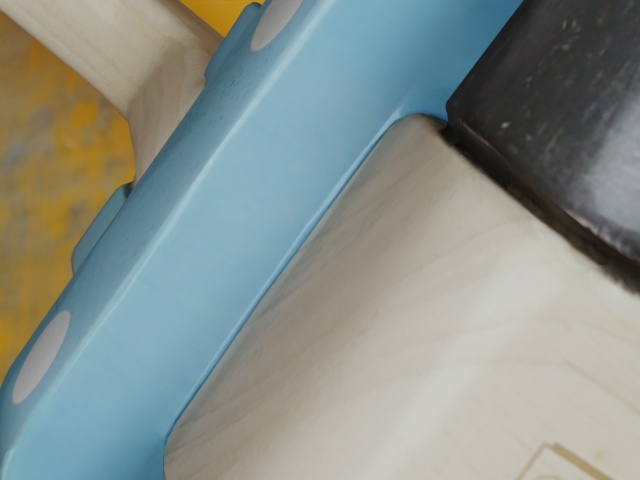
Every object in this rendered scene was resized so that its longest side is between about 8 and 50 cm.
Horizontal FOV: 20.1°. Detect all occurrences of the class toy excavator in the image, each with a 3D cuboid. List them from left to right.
[{"bbox_3d":[0.000,0.000,0.546,0.222,0.433,0.445,-55,18,7],"label":"toy excavator"}]
